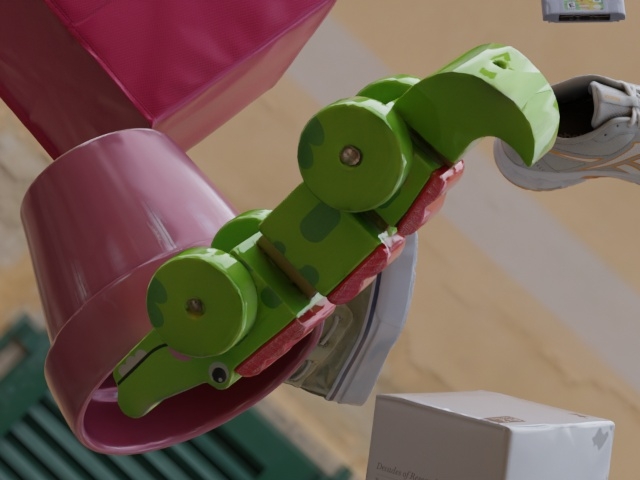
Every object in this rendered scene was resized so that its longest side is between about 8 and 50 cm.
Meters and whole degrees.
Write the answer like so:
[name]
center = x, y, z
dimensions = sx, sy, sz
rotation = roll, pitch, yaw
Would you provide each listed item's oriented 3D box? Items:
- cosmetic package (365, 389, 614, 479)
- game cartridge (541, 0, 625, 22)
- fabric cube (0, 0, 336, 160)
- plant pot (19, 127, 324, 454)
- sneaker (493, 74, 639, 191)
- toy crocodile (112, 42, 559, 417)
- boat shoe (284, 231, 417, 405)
[cosmetic package]
center = 0.138, 0.229, 1.681
dimensions = 0.151, 0.184, 0.151
rotation = 10, 4, 42
[game cartridge]
center = 0.264, -0.243, 2.003
dimensions = 0.083, 0.056, 0.017
rotation = -1, -43, 1
[fabric cube]
center = -0.183, -0.230, 2.006
dimensions = 0.259, 0.258, 0.254
rotation = 50, -25, 3
[plant pot]
center = -0.123, 0.027, 1.432
dimensions = 0.180, 0.201, 0.201
rotation = 60, -16, 26
[sneaker]
center = 0.297, -0.111, 1.892
dimensions = 0.121, 0.262, 0.099
rotation = 80, 2, -64
[toy crocodile]
center = 0.000, 0.000, 1.201
dimensions = 0.340, 0.115, 0.105
rotation = -43, -93, 22
[boat shoe]
center = 0.021, 0.055, 1.790
dimensions = 0.094, 0.109, 0.302
rotation = 5, -40, -9
